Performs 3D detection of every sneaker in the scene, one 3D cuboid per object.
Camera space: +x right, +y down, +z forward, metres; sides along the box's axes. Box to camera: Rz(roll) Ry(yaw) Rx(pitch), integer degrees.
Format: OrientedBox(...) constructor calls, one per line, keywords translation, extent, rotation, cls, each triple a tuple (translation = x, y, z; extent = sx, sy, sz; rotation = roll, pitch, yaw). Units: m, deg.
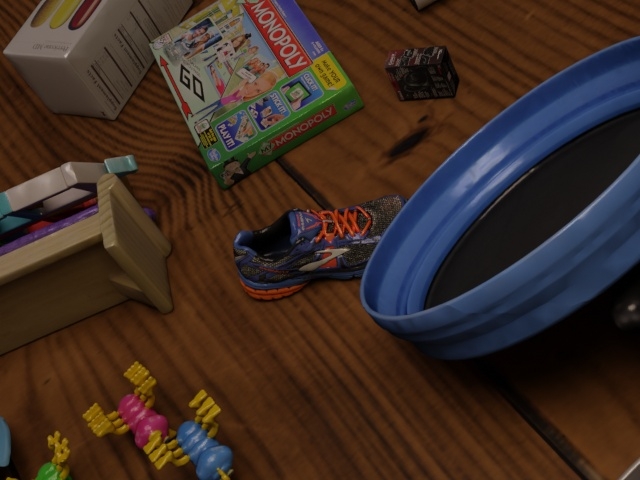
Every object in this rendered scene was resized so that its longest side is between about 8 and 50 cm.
OrientedBox(translation=(0.000, 0.000, 1.264), extent=(0.221, 0.087, 0.083), rotation=(-22, 48, 10), cls="sneaker")

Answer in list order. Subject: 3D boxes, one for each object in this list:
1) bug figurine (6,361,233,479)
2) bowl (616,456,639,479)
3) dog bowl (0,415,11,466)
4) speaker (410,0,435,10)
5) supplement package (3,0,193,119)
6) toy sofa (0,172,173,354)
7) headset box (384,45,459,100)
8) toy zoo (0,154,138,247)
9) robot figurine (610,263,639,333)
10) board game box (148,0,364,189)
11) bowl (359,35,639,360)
OrientedBox(translation=(-0.213, 0.256, 1.176), extent=(0.279, 0.072, 0.216), rotation=(-43, 41, -3), cls="bug figurine")
OrientedBox(translation=(0.287, 0.244, 0.908), extent=(0.142, 0.053, 0.142), rotation=(44, 86, 5), cls="bowl")
OrientedBox(translation=(-0.420, 0.309, 1.203), extent=(0.166, 0.074, 0.297), rotation=(-33, 42, 29), cls="dog bowl")
OrientedBox(translation=(0.176, -0.362, 1.490), extent=(0.136, 0.055, 0.055), rotation=(-29, 46, 3), cls="speaker")
OrientedBox(translation=(-0.323, -0.315, 1.654), extent=(0.139, 0.134, 0.244), rotation=(9, 59, 33), cls="supplement package")
OrientedBox(translation=(-0.373, 0.048, 1.374), extent=(0.362, 0.150, 0.177), rotation=(-23, 48, 9), cls="toy sofa")
OrientedBox(translation=(0.122, -0.205, 1.386), extent=(0.083, 0.062, 0.032), rotation=(0, 53, 28), cls="headset box")
OrientedBox(translation=(-0.362, -0.038, 1.425), extent=(0.293, 0.192, 0.030), rotation=(-23, 83, 9), cls="toy zoo")
OrientedBox(translation=(0.377, 0.055, 0.963), extent=(0.173, 0.209, 0.278), rotation=(-28, 40, 42), cls="robot figurine")
OrientedBox(translation=(-0.097, -0.229, 1.530), extent=(0.213, 0.046, 0.317), rotation=(-32, 46, 2), cls="board game box")
OrientedBox(translation=(0.208, -0.040, 1.076), extent=(0.391, 0.077, 0.391), rotation=(-39, 15, 12), cls="bowl")
